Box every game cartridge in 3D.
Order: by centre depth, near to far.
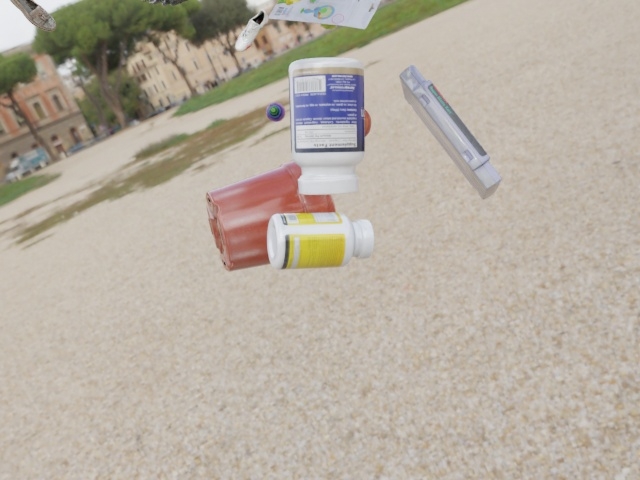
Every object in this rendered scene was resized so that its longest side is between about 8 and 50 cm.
[{"bbox_3d":[0.328,-0.267,1.701,0.068,0.355,0.230,-36,-9,3],"label":"game cartridge"}]

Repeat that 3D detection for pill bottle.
[{"bbox_3d":[0.000,0.000,1.247,0.184,0.103,0.103,-1,9,-16],"label":"pill bottle"},{"bbox_3d":[0.014,-0.227,1.372,0.153,0.264,0.153,-1,8,0],"label":"pill bottle"}]

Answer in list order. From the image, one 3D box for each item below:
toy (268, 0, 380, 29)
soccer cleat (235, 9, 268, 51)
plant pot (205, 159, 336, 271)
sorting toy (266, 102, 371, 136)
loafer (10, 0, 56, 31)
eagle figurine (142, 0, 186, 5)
[{"bbox_3d":[0.017,-0.517,1.521,0.237,0.056,0.137,16,63,19],"label":"toy"},{"bbox_3d":[-0.121,-0.366,1.180,0.083,0.029,0.035,-51,-5,-6],"label":"soccer cleat"},{"bbox_3d":[-0.127,-0.052,1.655,0.265,0.272,0.272,-16,13,-15],"label":"plant pot"},{"bbox_3d":[-0.008,-0.418,2.300,0.366,0.127,0.126,9,7,2],"label":"sorting toy"},{"bbox_3d":[-0.675,-0.540,1.580,0.045,0.125,0.039,-54,17,-14],"label":"loafer"},{"bbox_3d":[-0.311,-0.700,1.551,0.298,0.226,0.225,-46,-2,-37],"label":"eagle figurine"}]
